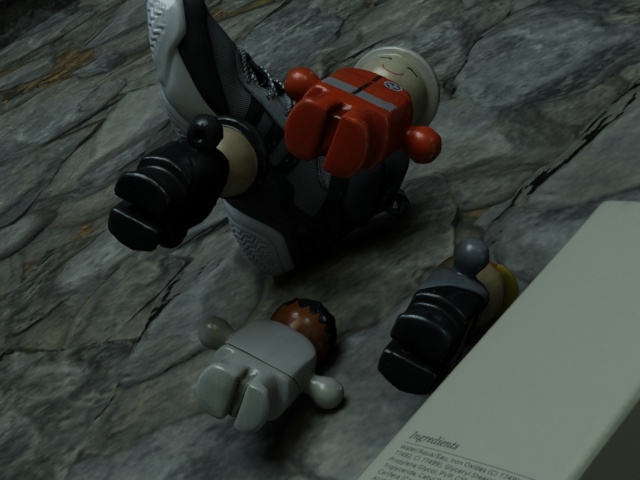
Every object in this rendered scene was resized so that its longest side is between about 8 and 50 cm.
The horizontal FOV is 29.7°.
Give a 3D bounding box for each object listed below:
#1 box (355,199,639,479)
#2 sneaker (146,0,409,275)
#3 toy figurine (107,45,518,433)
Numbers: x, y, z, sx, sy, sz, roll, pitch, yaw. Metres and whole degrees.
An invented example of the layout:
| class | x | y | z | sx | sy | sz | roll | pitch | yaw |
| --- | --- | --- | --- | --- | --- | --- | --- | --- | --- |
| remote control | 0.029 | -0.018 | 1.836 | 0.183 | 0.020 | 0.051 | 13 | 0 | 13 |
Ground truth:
| class | x | y | z | sx | sy | sz | roll | pitch | yaw |
| --- | --- | --- | --- | --- | --- | --- | --- | --- | --- |
| box | 0.123 | 0.097 | 0.586 | 0.275 | 0.094 | 0.113 | -42 | 29 | -28 |
| sneaker | -0.022 | -0.097 | 0.896 | 0.153 | 0.268 | 0.101 | -20 | 41 | 6 |
| toy figurine | 0.000 | 0.000 | 0.759 | 0.213 | 0.209 | 0.148 | -21 | 10 | 28 |
